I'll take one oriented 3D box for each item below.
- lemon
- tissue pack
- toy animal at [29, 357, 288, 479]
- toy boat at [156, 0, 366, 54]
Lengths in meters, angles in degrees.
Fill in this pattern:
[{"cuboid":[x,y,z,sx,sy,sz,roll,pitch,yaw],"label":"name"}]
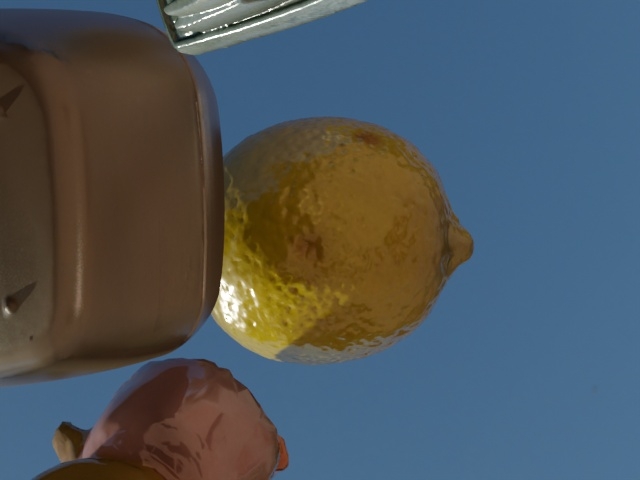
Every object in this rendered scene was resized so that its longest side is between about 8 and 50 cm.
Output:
[{"cuboid":[0.009,-0.002,1.252,0.228,0.253,0.228,-14,-90,-81],"label":"lemon"},{"cuboid":[-0.258,-0.031,0.990,0.277,0.387,0.267,-8,-84,-66],"label":"tissue pack"},{"cuboid":[-0.135,0.200,0.986,0.281,0.195,0.169,-52,-20,-46],"label":"toy animal"},{"cuboid":[0.014,-0.130,0.504,0.085,0.260,0.078,-16,-90,-41],"label":"toy boat"}]
